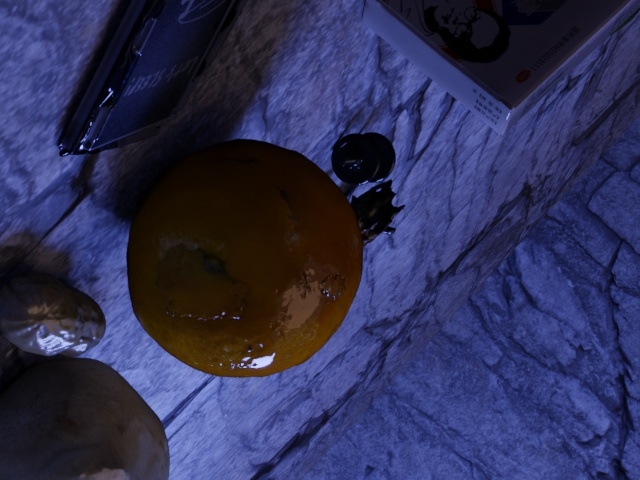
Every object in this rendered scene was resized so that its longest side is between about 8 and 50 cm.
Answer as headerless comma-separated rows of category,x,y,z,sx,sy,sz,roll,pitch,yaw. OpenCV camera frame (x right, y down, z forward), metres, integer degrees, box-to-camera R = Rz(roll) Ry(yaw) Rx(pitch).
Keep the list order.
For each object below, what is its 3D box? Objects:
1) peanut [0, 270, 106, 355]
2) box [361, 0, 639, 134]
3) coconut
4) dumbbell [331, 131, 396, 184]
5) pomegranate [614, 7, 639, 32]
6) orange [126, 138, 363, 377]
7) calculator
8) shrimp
peanut,-0.258,0.077,1.247,0.080,0.080,0.174,-49,164,1
box,0.242,-0.300,1.477,0.353,0.214,0.069,-42,165,-22
coconut,-0.270,0.242,1.399,0.224,0.224,0.224,-45,164,-16
dumbbell,0.058,-0.108,1.695,0.069,0.069,0.147,-55,164,19
pomegranate,0.325,-0.341,1.722,0.224,0.181,0.181,-29,164,2
orange,-0.079,0.019,1.312,0.246,0.246,0.246,-45,164,-16
calculator,-0.121,-0.186,1.103,0.274,0.028,0.166,-56,166,30
shrimp,-0.006,-0.006,1.791,0.289,0.075,0.178,-34,160,-7
